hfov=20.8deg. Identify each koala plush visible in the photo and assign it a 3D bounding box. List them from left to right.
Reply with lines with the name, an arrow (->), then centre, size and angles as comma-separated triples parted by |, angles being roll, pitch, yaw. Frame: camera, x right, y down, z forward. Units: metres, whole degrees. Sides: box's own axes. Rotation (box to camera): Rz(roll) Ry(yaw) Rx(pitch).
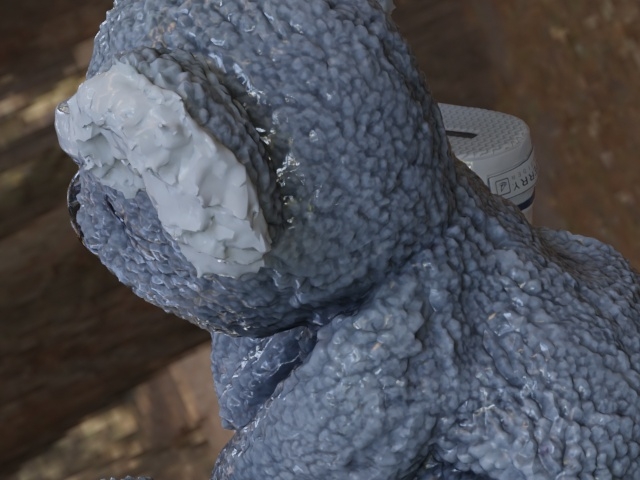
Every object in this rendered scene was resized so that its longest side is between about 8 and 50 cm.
koala plush -> 0.000, 0.000, 0.557 | 0.221, 0.203, 0.196 | 66, -151, -26

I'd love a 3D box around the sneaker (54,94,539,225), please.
sneaker -> -0.020, -0.020, 0.808 | 0.258, 0.094, 0.091 | 13, 119, 35
